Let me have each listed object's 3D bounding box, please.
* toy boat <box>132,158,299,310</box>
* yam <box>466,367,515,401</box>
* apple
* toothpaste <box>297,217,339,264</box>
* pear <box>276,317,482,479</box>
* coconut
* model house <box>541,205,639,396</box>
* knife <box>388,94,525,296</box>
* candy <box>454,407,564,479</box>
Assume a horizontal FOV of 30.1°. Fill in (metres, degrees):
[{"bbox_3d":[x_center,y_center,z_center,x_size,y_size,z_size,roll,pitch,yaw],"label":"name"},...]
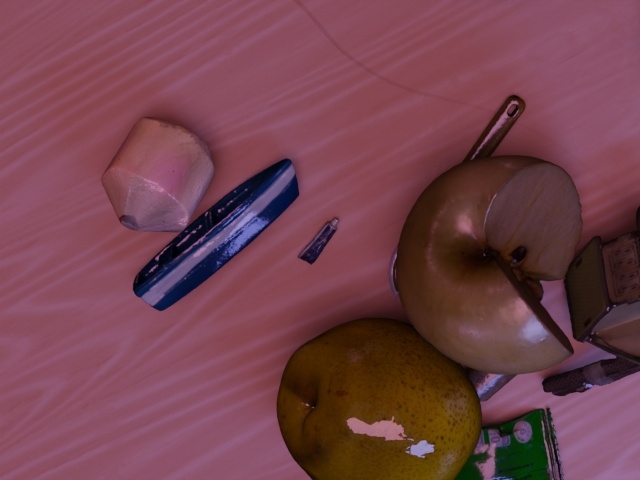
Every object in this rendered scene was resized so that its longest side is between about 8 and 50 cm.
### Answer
[{"bbox_3d":[-0.146,-0.009,1.737,0.299,0.096,0.062,-39,107,8],"label":"toy boat"},{"bbox_3d":[0.270,0.182,1.764,0.132,0.054,0.054,-43,96,11],"label":"yam"},{"bbox_3d":[0.228,0.038,1.627,0.233,0.258,0.295,-4,76,24],"label":"apple"},{"bbox_3d":[0.000,0.000,1.765,0.027,0.019,0.083,32,106,-20],"label":"toothpaste"},{"bbox_3d":[0.086,0.245,1.680,0.294,0.294,0.294,1,102,4],"label":"pear"},{"bbox_3d":[-0.235,-0.083,1.691,0.147,0.147,0.153,26,68,-1],"label":"coconut"},{"bbox_3d":[0.417,0.104,1.713,0.205,0.218,0.278,23,144,-39],"label":"model house"},{"bbox_3d":[0.199,-0.059,1.734,0.061,0.027,0.343,34,102,-8],"label":"knife"},{"bbox_3d":[0.262,0.337,1.787,0.203,0.078,0.141,-8,101,0],"label":"candy"}]
